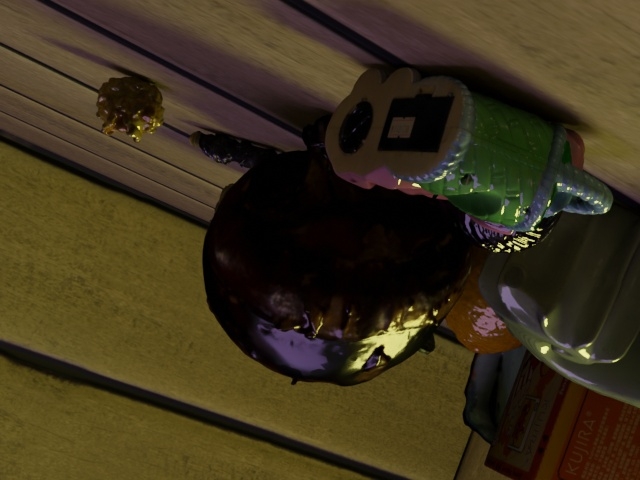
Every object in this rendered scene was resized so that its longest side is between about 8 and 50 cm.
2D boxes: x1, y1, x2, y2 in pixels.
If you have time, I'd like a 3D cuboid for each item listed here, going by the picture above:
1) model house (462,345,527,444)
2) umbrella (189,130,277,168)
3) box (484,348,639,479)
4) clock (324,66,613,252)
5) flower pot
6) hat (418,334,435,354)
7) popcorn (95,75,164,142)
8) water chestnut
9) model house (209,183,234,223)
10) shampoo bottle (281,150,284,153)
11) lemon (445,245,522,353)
[{"bbox_3d":[0.392,0.198,2.120,0.291,0.253,0.184,5,-163,-27],"label":"model house"},{"bbox_3d":[-0.115,-0.116,1.819,0.144,0.040,0.037,19,-176,36],"label":"umbrella"},{"bbox_3d":[0.348,0.180,1.631,0.213,0.284,0.259,22,175,-4],"label":"box"},{"bbox_3d":[0.126,-0.055,1.092,0.195,0.100,0.194,23,174,-33],"label":"clock"},{"bbox_3d":[0.342,0.081,1.303,0.367,0.165,0.254,20,170,28],"label":"flower pot"},{"bbox_3d":[0.035,0.073,1.848,0.265,0.128,0.265,56,-171,-14],"label":"hat"},{"bbox_3d":[-0.225,-0.155,1.627,0.082,0.083,0.057,47,176,1],"label":"popcorn"},{"bbox_3d":[0.021,-0.003,1.455,0.300,0.300,0.300,21,175,2],"label":"water chestnut"},{"bbox_3d":[-0.028,-0.004,2.002,0.196,0.160,0.254,17,171,46],"label":"model house"},{"bbox_3d":[0.000,0.000,1.688,0.284,0.153,0.071,48,157,31],"label":"shampoo bottle"},{"bbox_3d":[0.208,0.056,1.603,0.142,0.187,0.142,16,-141,-13],"label":"lemon"}]
